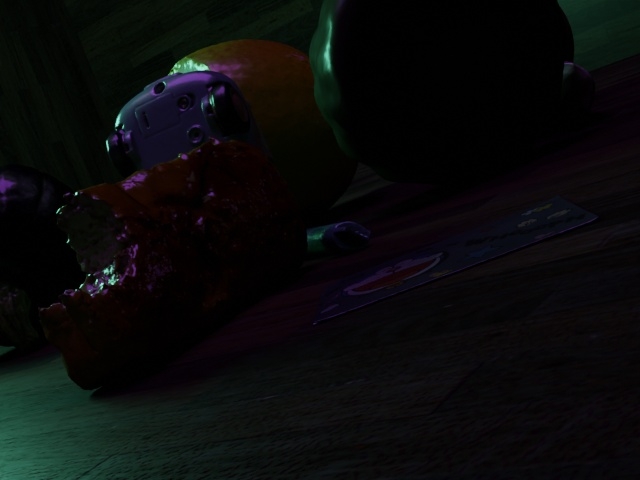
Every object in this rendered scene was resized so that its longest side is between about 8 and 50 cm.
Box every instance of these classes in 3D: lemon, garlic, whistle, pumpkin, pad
[{"bbox_3d":[-0.087,-0.175,1.620,0.364,0.364,0.364,-21,6,2],"label":"lemon"},{"bbox_3d":[0.383,-0.241,1.576,0.143,0.112,0.318,3,5,12],"label":"garlic"},{"bbox_3d":[0.000,0.000,1.152,0.039,0.039,0.186,-25,7,-27],"label":"whistle"},{"bbox_3d":[-0.474,0.042,1.410,0.295,0.296,0.296,-21,6,2],"label":"pumpkin"},{"bbox_3d":[0.111,0.013,0.831,0.245,0.006,0.170,-21,6,7],"label":"pad"}]

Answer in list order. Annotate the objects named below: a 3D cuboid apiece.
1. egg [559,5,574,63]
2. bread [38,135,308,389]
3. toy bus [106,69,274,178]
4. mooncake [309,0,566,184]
[{"bbox_3d":[0.335,-0.361,1.868,0.373,0.301,0.301,-29,9,-36],"label":"egg"},{"bbox_3d":[-0.148,0.002,0.973,0.109,0.185,0.380,-25,4,32],"label":"bread"},{"bbox_3d":[-0.145,-0.083,1.310,0.194,0.288,0.232,-22,-9,17],"label":"toy bus"},{"bbox_3d":[0.160,-0.254,1.326,0.356,0.357,0.194,-23,7,-12],"label":"mooncake"}]
